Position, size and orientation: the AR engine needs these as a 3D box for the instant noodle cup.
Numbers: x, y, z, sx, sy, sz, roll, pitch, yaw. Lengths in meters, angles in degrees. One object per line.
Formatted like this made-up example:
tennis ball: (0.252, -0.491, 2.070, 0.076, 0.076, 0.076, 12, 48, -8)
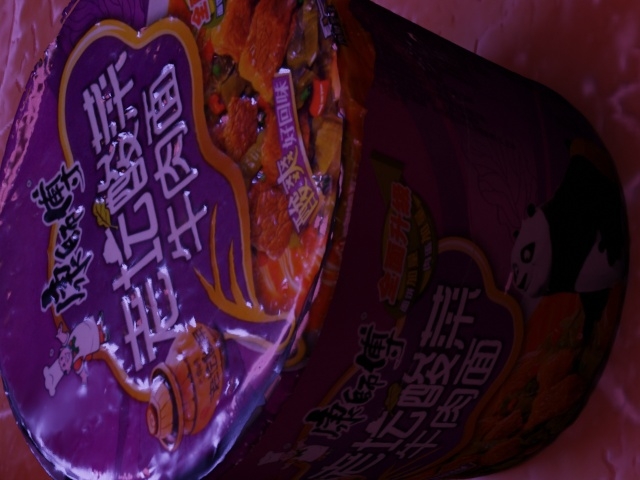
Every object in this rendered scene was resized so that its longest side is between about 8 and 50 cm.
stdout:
instant noodle cup: (0.000, 0.000, 0.756, 0.251, 0.190, 0.251, -16, 69, 47)
